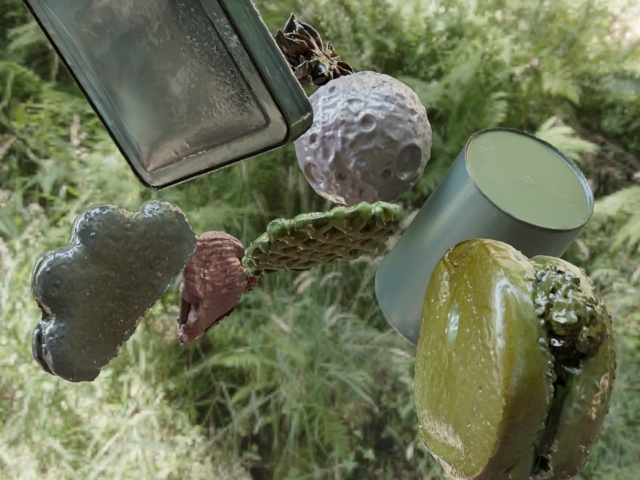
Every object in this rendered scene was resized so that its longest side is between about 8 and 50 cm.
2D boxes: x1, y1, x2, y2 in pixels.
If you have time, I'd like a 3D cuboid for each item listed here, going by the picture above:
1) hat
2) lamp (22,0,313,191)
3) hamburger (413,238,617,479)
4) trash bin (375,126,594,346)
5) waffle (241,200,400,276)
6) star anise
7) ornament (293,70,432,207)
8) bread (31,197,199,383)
[{"bbox_3d":[-0.224,0.084,1.740,0.107,0.237,0.286,18,20,25],"label":"hat"},{"bbox_3d":[-0.159,-0.186,0.768,0.269,0.267,0.047,-11,27,46],"label":"lamp"},{"bbox_3d":[0.152,0.098,0.613,0.122,0.190,0.215,9,-14,-8],"label":"hamburger"},{"bbox_3d":[0.286,0.025,1.490,0.280,0.280,0.432,0,-38,-24],"label":"trash bin"},{"bbox_3d":[0.000,0.000,0.920,0.183,0.036,0.169,-8,-18,-22],"label":"waffle"},{"bbox_3d":[-0.017,-0.384,1.718,0.099,0.220,0.214,-39,6,23],"label":"star anise"},{"bbox_3d":[0.083,-0.180,1.467,0.259,0.260,0.225,-3,24,-44],"label":"ornament"},{"bbox_3d":[-0.345,0.054,1.262,0.183,0.337,0.102,47,-31,-24],"label":"bread"}]
